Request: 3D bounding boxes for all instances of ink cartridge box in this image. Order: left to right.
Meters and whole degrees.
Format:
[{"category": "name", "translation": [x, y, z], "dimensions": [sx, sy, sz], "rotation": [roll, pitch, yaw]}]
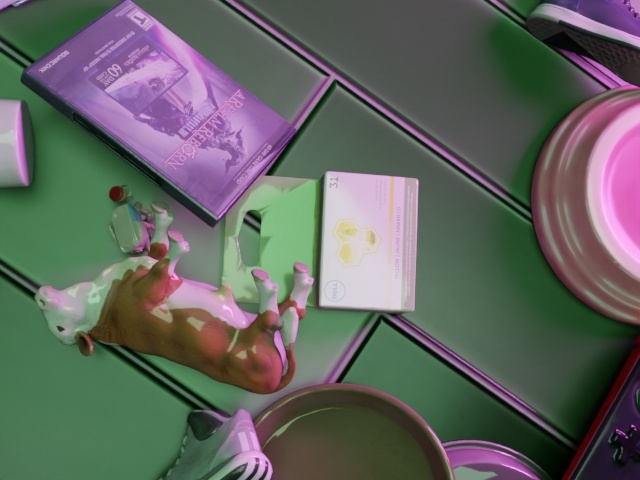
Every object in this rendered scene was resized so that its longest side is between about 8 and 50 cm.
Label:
[{"category": "ink cartridge box", "translation": [0.000, 0.000, 1.035], "dimensions": [0.235, 0.056, 0.171], "rotation": [4, 82, -10]}]

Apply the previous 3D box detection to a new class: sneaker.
[{"category": "sneaker", "translation": [-0.155, 0.275, 0.967], "dimensions": [0.229, 0.132, 0.086], "rotation": [-36, 132, 16]}, {"category": "sneaker", "translation": [0.414, -0.304, 1.100], "dimensions": [0.226, 0.086, 0.163], "rotation": [32, 77, 17]}]

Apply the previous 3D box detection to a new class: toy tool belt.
[{"category": "toy tool belt", "translation": [-0.229, -0.024, 1.012], "dimensions": [0.052, 0.051, 0.083], "rotation": [-22, 76, 16]}]

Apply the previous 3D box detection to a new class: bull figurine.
[{"category": "bull figurine", "translation": [-0.162, 0.076, 0.963], "dimensions": [0.311, 0.101, 0.188], "rotation": [22, 113, -12]}]

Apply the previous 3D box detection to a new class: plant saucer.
[{"category": "plant saucer", "translation": [0.021, 0.307, 0.968], "dimensions": [0.278, 0.041, 0.277], "rotation": [-2, 74, 7]}, {"category": "plant saucer", "translation": [0.449, -0.052, 1.093], "dimensions": [0.332, 0.084, 0.331], "rotation": [1, 81, -8]}]

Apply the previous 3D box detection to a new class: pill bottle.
[{"category": "pill bottle", "translation": [-0.452, -0.108, 0.942], "dimensions": [0.230, 0.131, 0.131], "rotation": [-3, 83, -9]}]

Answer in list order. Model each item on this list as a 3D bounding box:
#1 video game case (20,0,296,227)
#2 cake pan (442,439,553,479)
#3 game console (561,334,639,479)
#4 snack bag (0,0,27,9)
[{"category": "video game case", "translation": [-0.184, -0.161, 0.998], "dimensions": [0.274, 0.026, 0.196], "rotation": [37, 49, -1]}, {"category": "cake pan", "translation": [0.190, 0.394, 1.009], "dimensions": [0.294, 0.054, 0.293], "rotation": [1, 82, -9]}, {"category": "game console", "translation": [0.496, 0.323, 1.033], "dimensions": [0.387, 0.060, 0.342], "rotation": [37, 72, -6]}, {"category": "snack bag", "translation": [-0.543, -0.383, 1.015], "dimensions": [0.323, 0.037, 0.342], "rotation": [-31, 88, -12]}]
